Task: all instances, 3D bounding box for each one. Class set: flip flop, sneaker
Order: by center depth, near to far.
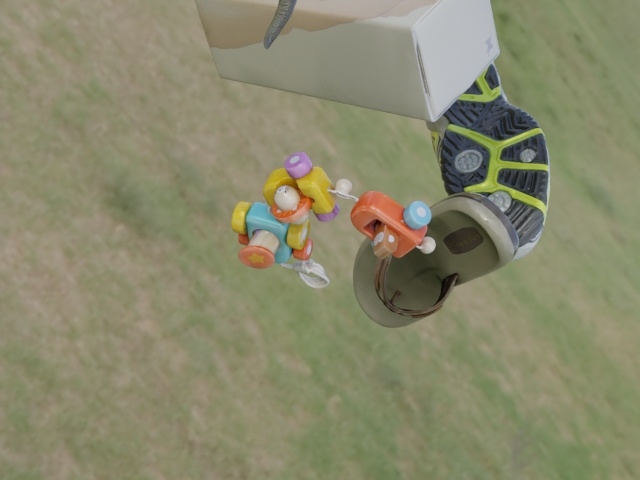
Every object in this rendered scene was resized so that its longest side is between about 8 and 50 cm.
[{"bbox_3d":[0.103,0.033,1.386,0.112,0.277,0.080,45,61,-7],"label":"flip flop"},{"bbox_3d":[0.228,-0.109,1.808,0.147,0.145,0.384,66,11,-45],"label":"sneaker"}]

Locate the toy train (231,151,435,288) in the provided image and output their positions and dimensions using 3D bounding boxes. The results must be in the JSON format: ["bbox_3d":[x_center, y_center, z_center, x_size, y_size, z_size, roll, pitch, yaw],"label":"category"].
[{"bbox_3d":[0.000,0.000,1.004,0.125,0.166,0.046,38,54,-16],"label":"toy train"}]

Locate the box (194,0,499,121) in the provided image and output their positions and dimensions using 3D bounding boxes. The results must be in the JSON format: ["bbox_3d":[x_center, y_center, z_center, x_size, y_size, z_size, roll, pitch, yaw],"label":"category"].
[{"bbox_3d":[0.027,-0.241,1.506,0.148,0.311,0.121,-47,136,-34],"label":"box"}]

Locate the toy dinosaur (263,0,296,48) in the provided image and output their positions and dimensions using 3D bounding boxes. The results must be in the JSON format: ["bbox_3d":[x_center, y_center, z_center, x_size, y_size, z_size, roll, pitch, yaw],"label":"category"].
[{"bbox_3d":[-0.072,-0.276,0.829,0.160,0.121,0.313,2,93,-49],"label":"toy dinosaur"}]
